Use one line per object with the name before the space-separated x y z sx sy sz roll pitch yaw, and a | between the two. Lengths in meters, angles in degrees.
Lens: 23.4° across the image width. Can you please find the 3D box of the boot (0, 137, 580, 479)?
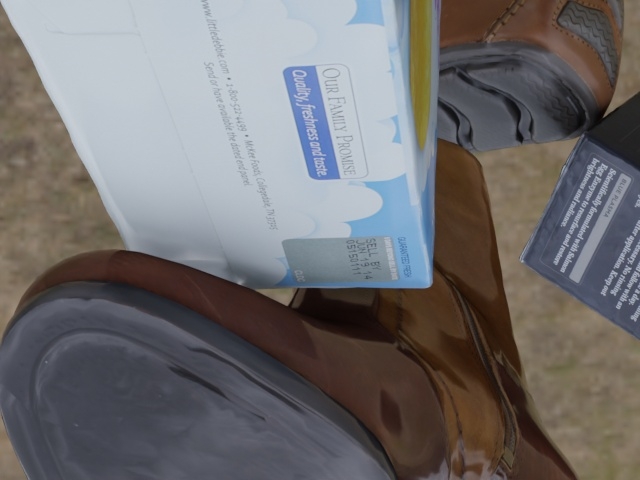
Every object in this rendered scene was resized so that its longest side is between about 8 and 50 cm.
boot | 0.000 0.000 0.546 0.264 0.280 0.096 30 125 -33

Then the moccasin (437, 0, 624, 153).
moccasin | 0.002 -0.117 0.913 0.380 0.147 0.139 -12 142 43

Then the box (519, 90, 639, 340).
box | 0.219 -0.008 0.816 0.156 0.158 0.093 -34 152 -48

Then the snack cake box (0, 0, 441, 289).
snack cake box | -0.011 -0.134 0.439 0.089 0.264 0.152 -1 152 9
